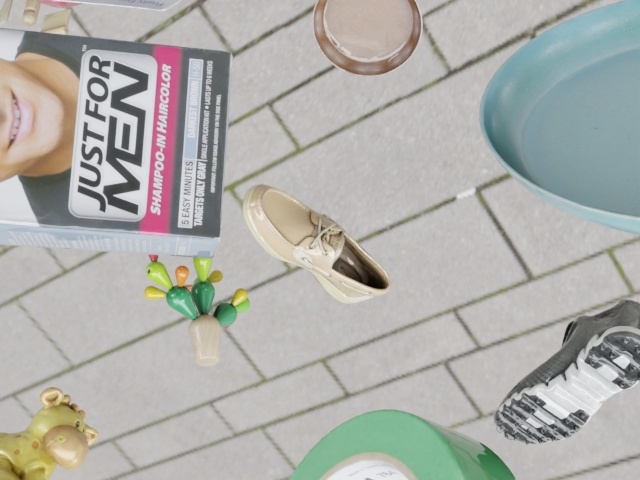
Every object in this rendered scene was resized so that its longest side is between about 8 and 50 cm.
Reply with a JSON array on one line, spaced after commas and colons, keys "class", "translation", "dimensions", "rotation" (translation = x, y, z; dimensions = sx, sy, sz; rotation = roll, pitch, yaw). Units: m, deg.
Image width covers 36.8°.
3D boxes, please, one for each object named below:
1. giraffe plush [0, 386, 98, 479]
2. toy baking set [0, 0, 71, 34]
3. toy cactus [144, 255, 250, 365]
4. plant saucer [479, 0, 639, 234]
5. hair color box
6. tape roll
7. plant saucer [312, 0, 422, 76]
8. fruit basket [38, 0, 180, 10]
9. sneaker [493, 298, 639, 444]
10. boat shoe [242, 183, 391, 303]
[{"class": "giraffe plush", "translation": [-0.434, 0.333, 1.504], "dimensions": [0.210, 0.170, 0.181], "rotation": [48, 165, 22]}, {"class": "toy baking set", "translation": [-0.506, -0.416, 1.724], "dimensions": [0.256, 0.197, 0.030], "rotation": [21, 163, 38]}, {"class": "toy cactus", "translation": [-0.187, 0.101, 1.450], "dimensions": [0.112, 0.180, 0.219], "rotation": [-19, 149, 19]}, {"class": "plant saucer", "translation": [0.273, -0.093, 0.675], "dimensions": [0.317, 0.317, 0.044], "rotation": [-3, 127, 19]}, {"class": "hair color box", "translation": [-0.278, -0.093, 0.911], "dimensions": [0.374, 0.185, 0.113], "rotation": [4, 170, -9]}, {"class": "tape roll", "translation": [0.049, 0.312, 0.838], "dimensions": [0.077, 0.321, 0.321], "rotation": [26, 129, -28]}, {"class": "plant saucer", "translation": [0.072, -0.332, 1.464], "dimensions": [0.168, 0.029, 0.168], "rotation": [4, 124, 6]}, {"class": "fruit basket", "translation": [-0.217, -0.323, 0.956], "dimensions": [0.327, 0.353, 0.165], "rotation": [11, 123, 18]}, {"class": "sneaker", "translation": [0.283, 0.143, 1.061], "dimensions": [0.078, 0.106, 0.234], "rotation": [37, 131, -4]}, {"class": "boat shoe", "translation": [0.000, 0.000, 1.799], "dimensions": [0.110, 0.122, 0.341], "rotation": [-11, 141, 46]}]
